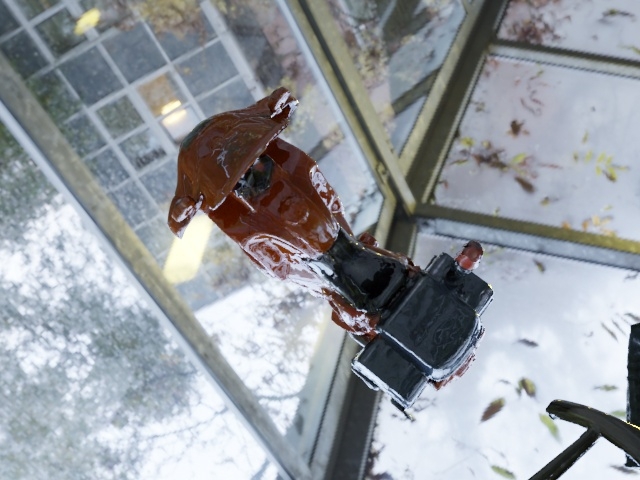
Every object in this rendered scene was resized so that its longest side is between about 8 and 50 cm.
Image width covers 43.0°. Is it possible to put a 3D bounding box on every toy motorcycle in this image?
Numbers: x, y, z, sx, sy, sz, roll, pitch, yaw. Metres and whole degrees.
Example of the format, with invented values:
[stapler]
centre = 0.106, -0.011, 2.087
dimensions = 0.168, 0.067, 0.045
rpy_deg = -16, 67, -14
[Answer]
[toy motorcycle]
centre = 0.000, 0.000, 0.673
dimensions = 0.326, 0.221, 0.147
rpy_deg = 38, -99, 8

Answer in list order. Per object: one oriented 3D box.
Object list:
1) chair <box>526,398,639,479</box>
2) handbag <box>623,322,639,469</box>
[chair]
centre = 0.124, 0.249, 0.519
dimensions = 0.272, 0.188, 0.166
rpy_deg = -35, 170, -20
[handbag]
centre = 0.429, 0.155, 0.850
dimensions = 0.270, 0.089, 0.175
rpy_deg = -29, -132, 52
